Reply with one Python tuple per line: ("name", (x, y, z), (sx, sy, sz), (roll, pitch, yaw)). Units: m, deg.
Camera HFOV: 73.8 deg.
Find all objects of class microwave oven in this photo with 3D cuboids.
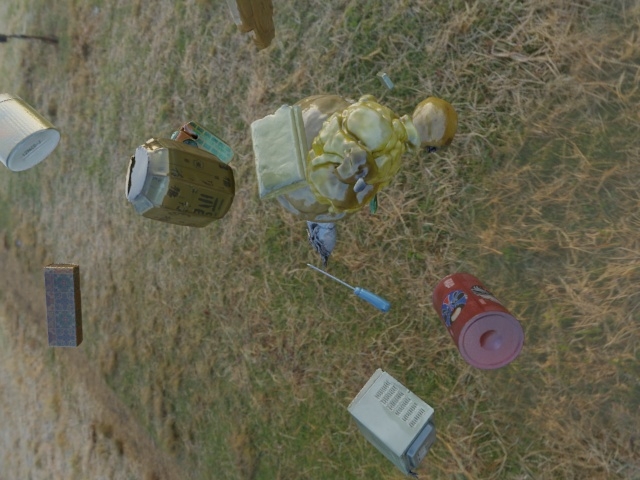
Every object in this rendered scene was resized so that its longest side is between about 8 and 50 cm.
("microwave oven", (0.194, 0.461, 1.068), (0.194, 0.240, 0.145), (29, 64, 33))

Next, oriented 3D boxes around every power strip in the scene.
("power strip", (0.284, -0.702, 1.869), (0.028, 0.076, 0.169), (-36, 21, 12))

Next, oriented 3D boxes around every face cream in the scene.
("face cream", (-0.756, -0.276, 1.043), (0.285, 0.067, 0.139), (34, 71, 29))

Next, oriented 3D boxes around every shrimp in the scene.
("shrimp", (0.004, 0.004, 1.925), (0.145, 0.116, 0.343), (1, 129, 8))

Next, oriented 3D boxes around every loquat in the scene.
("loquat", (0.442, -0.443, 1.652), (0.176, 0.187, 0.234), (-13, 67, 48))

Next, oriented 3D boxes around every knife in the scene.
("knife", (0.073, 0.121, 1.123), (0.244, 0.058, 0.032), (28, 89, 4))

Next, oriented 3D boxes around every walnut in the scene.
("walnut", (0.020, -0.256, 1.308), (0.384, 0.384, 0.383), (-1, 89, 43))

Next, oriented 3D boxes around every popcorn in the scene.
("popcorn", (0.054, -0.134, 0.643), (0.140, 0.194, 0.163), (40, 74, 7))

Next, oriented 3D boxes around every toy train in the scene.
("toy train", (-0.342, -0.267, 1.247), (0.072, 0.188, 0.099), (6, 67, 56))

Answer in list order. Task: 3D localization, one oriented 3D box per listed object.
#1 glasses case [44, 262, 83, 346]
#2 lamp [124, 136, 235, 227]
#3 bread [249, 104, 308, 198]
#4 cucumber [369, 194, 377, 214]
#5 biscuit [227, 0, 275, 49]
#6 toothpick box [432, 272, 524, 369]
("glasses case", (-0.678, 0.171, 1.130), (0.049, 0.075, 0.218), (-121, 33, -78))
("lamp", (-0.271, -0.109, 0.834), (0.161, 0.185, 0.161), (-13, 72, 44))
("bread", (-0.090, -0.190, 0.928), (0.140, 0.060, 0.178), (-18, 77, 28))
("cucumber", (0.202, -0.184, 1.673), (0.039, 0.039, 0.167), (12, 123, 43))
("biscuit", (-0.215, -0.778, 1.404), (0.051, 0.376, 0.269), (-8, 120, 16))
("toothpick box", (0.518, 0.258, 1.445), (0.204, 0.333, 0.204), (0, 105, 1))
